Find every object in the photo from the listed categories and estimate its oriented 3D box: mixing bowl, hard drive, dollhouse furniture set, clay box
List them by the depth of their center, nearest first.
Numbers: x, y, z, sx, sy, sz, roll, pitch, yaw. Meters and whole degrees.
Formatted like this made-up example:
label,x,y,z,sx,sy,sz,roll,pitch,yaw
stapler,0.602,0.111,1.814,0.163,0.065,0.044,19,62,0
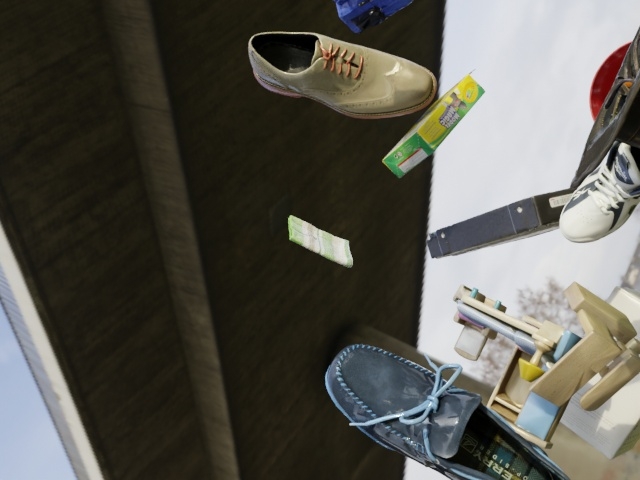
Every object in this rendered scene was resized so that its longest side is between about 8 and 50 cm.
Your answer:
label,x,y,z,sx,sy,sz,roll,pitch,yaw
dollhouse furniture set,0.383,0.162,1.155,0.123,0.144,0.151,-51,20,23
mixing bowl,0.525,-0.226,1.235,0.098,0.181,0.182,-20,-52,-58
dollhouse furniture set,0.291,0.204,1.341,0.303,0.286,0.198,26,-91,-55
clay box,0.218,-0.220,1.458,0.222,0.053,0.127,-47,5,-31
hard drive,0.387,-0.037,1.500,0.236,0.339,0.064,-12,-95,-28

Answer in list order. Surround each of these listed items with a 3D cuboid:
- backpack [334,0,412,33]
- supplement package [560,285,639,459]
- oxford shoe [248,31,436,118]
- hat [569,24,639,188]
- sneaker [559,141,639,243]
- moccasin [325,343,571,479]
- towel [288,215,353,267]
label,x,y,z,sx,sy,sz,roll,pitch,yaw
backpack,0.079,-0.381,1.171,0.101,0.120,0.098,22,-127,-60
supplement package,0.612,0.261,1.585,0.177,0.175,0.293,9,-67,-55
oxford shoe,0.033,-0.300,1.409,0.130,0.348,0.123,44,-125,-78
hat,0.389,-0.181,0.822,0.331,0.133,0.331,-58,-14,-24
sneaker,0.424,-0.086,1.127,0.235,0.094,0.153,-37,-23,27
moccasin,0.171,0.226,0.992,0.138,0.341,0.117,-61,-2,-26
towel,0.000,0.000,1.724,0.023,0.152,0.113,-58,18,19
